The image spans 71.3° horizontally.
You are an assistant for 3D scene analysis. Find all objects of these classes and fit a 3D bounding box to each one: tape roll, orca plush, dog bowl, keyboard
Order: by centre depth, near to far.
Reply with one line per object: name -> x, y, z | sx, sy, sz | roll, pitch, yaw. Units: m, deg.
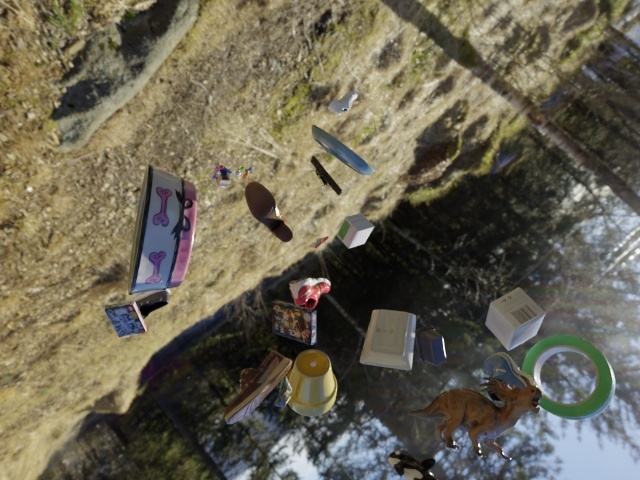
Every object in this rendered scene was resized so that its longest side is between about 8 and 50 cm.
orca plush -> 0.320, 0.721, 1.389 | 0.102, 0.151, 0.287 | -54, -171, -10
dog bowl -> -0.498, -0.027, 1.403 | 0.150, 0.408, 0.408 | 8, 137, -25
tape roll -> 0.988, 0.546, 1.789 | 0.321, 0.321, 0.077 | -46, 131, 11
keyboard -> 0.015, -0.257, 1.847 | 0.038, 0.192, 0.100 | -38, 176, -9

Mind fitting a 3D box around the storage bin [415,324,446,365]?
storage bin -> 0.431, 0.404, 1.697 | 0.098, 0.135, 0.091 | -15, -168, -16

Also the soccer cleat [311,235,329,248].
soccer cleat -> 0.000, 0.000, 1.894 | 0.083, 0.035, 0.029 | -37, 166, -13

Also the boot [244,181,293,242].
boot -> -0.215, -0.127, 1.789 | 0.109, 0.283, 0.220 | -42, -157, -1

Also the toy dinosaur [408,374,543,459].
toy dinosaur -> 0.381, 0.418, 1.108 | 0.127, 0.296, 0.200 | 42, 57, -60

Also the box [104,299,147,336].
box -> -0.655, 0.265, 1.505 | 0.094, 0.027, 0.137 | -11, 128, -6

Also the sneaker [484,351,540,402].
sneaker -> 0.698, 0.534, 1.722 | 0.147, 0.130, 0.330 | -15, -175, 0

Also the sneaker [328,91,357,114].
sneaker -> 0.096, -0.527, 1.728 | 0.152, 0.061, 0.054 | -40, 170, -32

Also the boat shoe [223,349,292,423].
boat shoe -> -0.254, 0.539, 1.683 | 0.342, 0.123, 0.123 | -39, 156, -41

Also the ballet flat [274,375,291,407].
ballet flat -> -0.103, 0.435, 1.277 | 0.041, 0.041, 0.114 | -49, -170, 21

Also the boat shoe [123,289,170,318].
boat shoe -> -0.632, 0.244, 1.582 | 0.228, 0.076, 0.080 | -26, 142, 4

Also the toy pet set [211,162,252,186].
toy pet set -> -0.317, -0.242, 1.538 | 0.122, 0.065, 0.114 | 0, 150, -38

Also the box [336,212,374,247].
box -> 0.138, -0.039, 1.786 | 0.102, 0.087, 0.101 | -17, 145, -42

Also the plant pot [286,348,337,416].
plant pot -> -0.041, 0.652, 2.105 | 0.254, 0.254, 0.239 | -31, 140, -38

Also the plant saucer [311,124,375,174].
plant saucer -> 0.082, -0.355, 1.801 | 0.044, 0.317, 0.317 | -53, 164, 7

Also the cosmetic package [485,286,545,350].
cosmetic package -> 0.797, 0.324, 1.839 | 0.151, 0.151, 0.184 | -25, 141, -11

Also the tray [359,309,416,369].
tray -> 0.211, 0.284, 1.350 | 0.270, 0.145, 0.030 | -60, 150, -61

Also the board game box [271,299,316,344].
board game box -> -0.130, 0.392, 2.151 | 0.042, 0.243, 0.165 | -20, 114, -53

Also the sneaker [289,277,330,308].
sneaker -> -0.041, 0.212, 1.762 | 0.107, 0.118, 0.279 | -13, 171, 24
